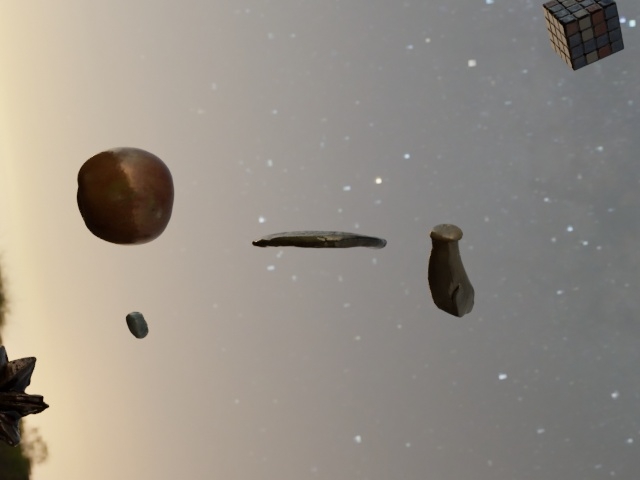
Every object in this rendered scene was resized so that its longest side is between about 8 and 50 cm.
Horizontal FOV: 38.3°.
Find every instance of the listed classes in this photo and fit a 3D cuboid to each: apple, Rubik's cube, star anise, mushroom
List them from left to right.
[{"bbox_3d":[-0.812,0.399,2.239,0.108,0.315,0.315,48,18,-60],"label":"star anise"},{"bbox_3d":[-0.475,-0.105,2.199,0.253,0.253,0.253,170,-90,-69],"label":"apple"},{"bbox_3d":[0.313,0.083,2.257,0.096,0.108,0.247,-77,155,-68],"label":"mushroom"},{"bbox_3d":[0.431,-0.352,1.517,0.092,0.092,0.092,-110,176,-52],"label":"Rubik's cube"}]

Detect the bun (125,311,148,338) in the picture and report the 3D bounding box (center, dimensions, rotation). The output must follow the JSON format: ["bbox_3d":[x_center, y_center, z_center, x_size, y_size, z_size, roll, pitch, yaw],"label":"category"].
[{"bbox_3d":[-0.478,0.221,2.418,0.083,0.045,0.083,64,2,-4],"label":"bun"}]

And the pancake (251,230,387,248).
[{"bbox_3d":[0.000,-0.001,1.682,0.250,0.250,0.031,-173,-95,-68],"label":"pancake"}]
